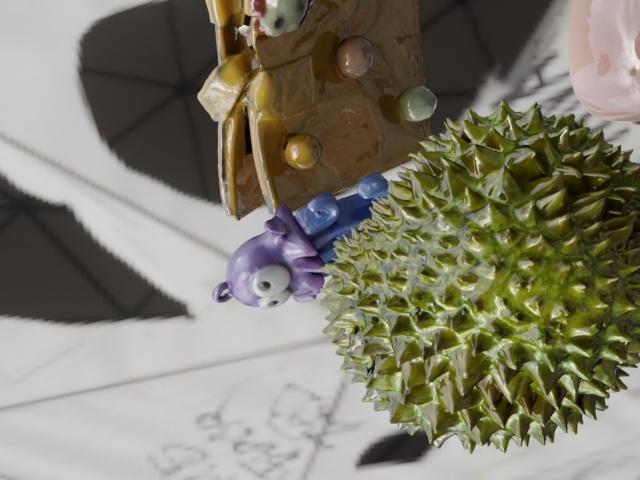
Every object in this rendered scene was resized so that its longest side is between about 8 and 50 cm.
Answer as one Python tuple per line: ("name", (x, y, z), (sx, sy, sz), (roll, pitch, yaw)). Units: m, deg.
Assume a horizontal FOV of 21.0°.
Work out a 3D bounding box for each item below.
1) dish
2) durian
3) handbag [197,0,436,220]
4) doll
("dish", (0.321, -0.183, 1.488), (0.213, 0.090, 0.213), (-13, -64, -28))
("durian", (0.111, 0.035, 1.102), (0.200, 0.237, 0.177), (29, -136, -26))
("handbag", (-0.005, -0.233, 1.529), (0.283, 0.133, 0.401), (-25, -62, -53))
("doll", (0.000, 0.000, 1.445), (0.067, 0.206, 0.110), (54, 169, 37))
